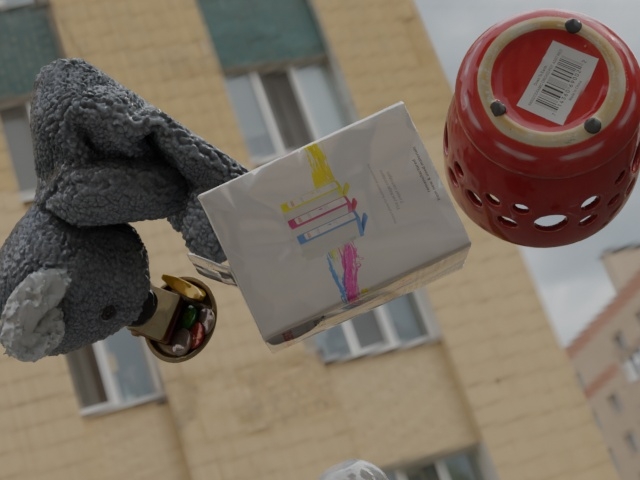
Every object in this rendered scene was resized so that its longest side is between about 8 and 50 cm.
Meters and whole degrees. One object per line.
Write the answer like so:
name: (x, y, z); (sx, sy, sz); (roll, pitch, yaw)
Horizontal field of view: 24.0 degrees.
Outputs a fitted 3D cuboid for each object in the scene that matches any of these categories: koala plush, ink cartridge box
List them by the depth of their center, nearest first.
ink cartridge box: (0.000, 0.000, 0.848); (0.143, 0.090, 0.092); (-25, -10, -2)
koala plush: (-0.180, -0.006, 1.175); (0.221, 0.203, 0.196); (-56, 13, 1)

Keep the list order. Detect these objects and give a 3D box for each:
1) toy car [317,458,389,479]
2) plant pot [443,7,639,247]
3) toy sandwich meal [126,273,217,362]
toy car: (0.015, 0.298, 1.364); (0.182, 0.159, 0.136); (-21, 6, -9)
plant pot: (0.207, -0.111, 1.401); (0.191, 0.191, 0.174); (-19, -24, -1)
toy sandwich meal: (-0.128, 0.065, 1.296); (0.085, 0.086, 0.029); (-29, -28, 20)
